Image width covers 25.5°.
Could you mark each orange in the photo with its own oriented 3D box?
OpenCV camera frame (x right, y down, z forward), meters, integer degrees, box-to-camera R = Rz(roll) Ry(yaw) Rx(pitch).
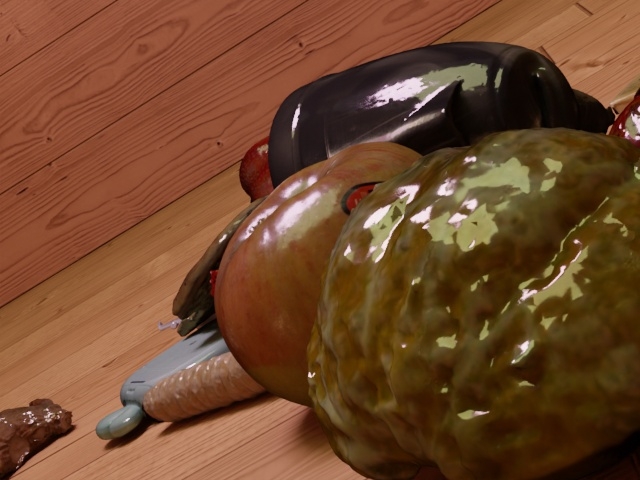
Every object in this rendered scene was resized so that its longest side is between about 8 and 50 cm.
[{"bbox_3d":[0.122,0.039,0.945,0.271,0.210,0.369,-36,13,-32],"label":"orange"}]

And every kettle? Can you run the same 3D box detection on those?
[{"bbox_3d":[0.162,-0.105,1.569,0.321,0.228,0.324,2,-12,-45],"label":"kettle"}]

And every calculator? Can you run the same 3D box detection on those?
[{"bbox_3d":[-0.148,0.143,1.699,0.295,0.042,0.184,-36,11,-25],"label":"calculator"}]

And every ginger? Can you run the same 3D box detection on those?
[{"bbox_3d":[-0.455,0.299,1.839,0.290,0.084,0.122,-33,31,-22],"label":"ginger"}]

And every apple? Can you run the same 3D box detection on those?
[{"bbox_3d":[0.023,0.032,1.290,0.261,0.194,0.261,-34,10,7],"label":"apple"}]

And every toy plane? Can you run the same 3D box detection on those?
[{"bbox_3d":[-0.150,0.090,1.887,0.162,0.065,0.171,-30,12,10],"label":"toy plane"}]

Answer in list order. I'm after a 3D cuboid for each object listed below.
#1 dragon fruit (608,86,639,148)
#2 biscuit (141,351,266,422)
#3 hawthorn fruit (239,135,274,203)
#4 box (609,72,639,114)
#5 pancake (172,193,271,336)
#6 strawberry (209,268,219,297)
[{"bbox_3d":[0.272,-0.054,1.141,0.125,0.125,0.246,17,43,34],"label":"dragon fruit"},{"bbox_3d":[-0.110,0.153,1.513,0.061,0.055,0.219,16,-27,-38],"label":"biscuit"},{"bbox_3d":[-0.022,-0.103,2.163,0.188,0.169,0.169,-32,10,8],"label":"hawthorn fruit"},{"bbox_3d":[0.411,-0.201,1.700,0.073,0.020,0.149,-22,15,50],"label":"box"},{"bbox_3d":[-0.109,0.029,1.727,0.212,0.029,0.235,-49,-10,-20],"label":"pancake"},{"bbox_3d":[-0.052,0.058,1.630,0.187,0.146,0.082,-55,-17,-61],"label":"strawberry"}]
